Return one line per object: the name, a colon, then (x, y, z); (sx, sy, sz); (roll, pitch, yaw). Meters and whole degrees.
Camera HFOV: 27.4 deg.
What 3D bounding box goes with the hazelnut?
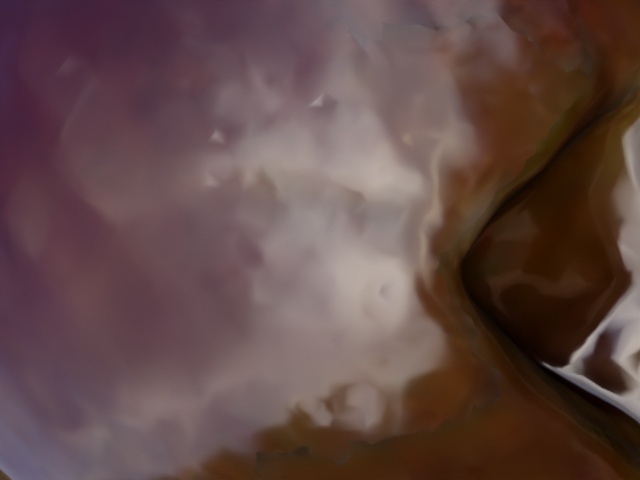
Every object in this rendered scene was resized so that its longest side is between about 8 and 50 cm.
hazelnut: (0.000, 0.000, 0.572); (0.429, 0.402, 0.402); (120, 165, -73)
